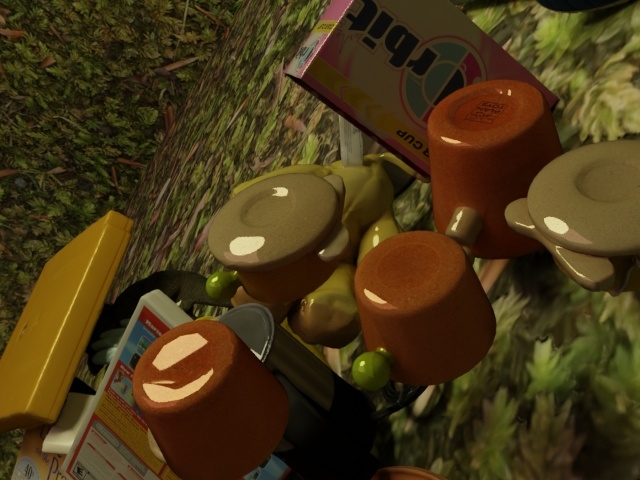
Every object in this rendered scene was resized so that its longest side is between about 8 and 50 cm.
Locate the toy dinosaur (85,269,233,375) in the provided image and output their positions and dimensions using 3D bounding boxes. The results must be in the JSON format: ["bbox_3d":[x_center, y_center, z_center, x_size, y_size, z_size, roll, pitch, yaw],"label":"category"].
[{"bbox_3d":[-0.239,0.104,0.999,0.313,0.121,0.160,-35,51,8],"label":"toy dinosaur"}]

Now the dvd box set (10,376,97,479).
[{"bbox_3d":[-0.342,0.421,0.919,0.307,0.062,0.421,16,89,47],"label":"dvd box set"}]

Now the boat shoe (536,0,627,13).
[{"bbox_3d":[0.227,-0.222,0.485,0.183,0.066,0.066,-18,45,50],"label":"boat shoe"}]

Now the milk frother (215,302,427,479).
[{"bbox_3d":[0.002,0.094,0.522,0.129,0.135,0.143,5,57,48],"label":"milk frother"}]

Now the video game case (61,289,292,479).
[{"bbox_3d":[-0.146,0.213,0.700,0.025,0.204,0.285,-31,-23,-56],"label":"video game case"}]

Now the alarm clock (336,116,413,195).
[{"bbox_3d":[0.073,-0.107,0.726,0.129,0.064,0.192,-64,24,3],"label":"alarm clock"}]

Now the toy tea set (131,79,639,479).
[{"bbox_3d":[0.048,0.030,0.429,0.335,0.124,0.200,-24,38,-1],"label":"toy tea set"}]

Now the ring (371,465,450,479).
[{"bbox_3d":[0.025,0.307,0.419,0.337,0.032,0.337,-50,26,36],"label":"ring"}]

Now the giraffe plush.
[{"bbox_3d":[0.000,0.000,0.662,0.170,0.181,0.210,126,160,-72],"label":"giraffe plush"}]

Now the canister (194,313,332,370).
[{"bbox_3d":[-0.073,0.128,0.721,0.073,0.126,0.170,-43,10,-33],"label":"canister"}]

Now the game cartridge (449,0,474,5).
[{"bbox_3d":[0.223,-0.369,0.665,0.297,0.062,0.198,-64,25,4],"label":"game cartridge"}]

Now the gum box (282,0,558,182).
[{"bbox_3d":[0.081,-0.116,0.542,0.107,0.188,0.062,-55,21,5],"label":"gum box"}]

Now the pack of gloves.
[{"bbox_3d":[-0.195,0.163,0.842,0.046,0.231,0.195,79,-163,-45],"label":"pack of gloves"}]

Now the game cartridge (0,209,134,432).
[{"bbox_3d":[-0.376,0.124,0.989,0.323,0.052,0.286,-22,45,50],"label":"game cartridge"}]
